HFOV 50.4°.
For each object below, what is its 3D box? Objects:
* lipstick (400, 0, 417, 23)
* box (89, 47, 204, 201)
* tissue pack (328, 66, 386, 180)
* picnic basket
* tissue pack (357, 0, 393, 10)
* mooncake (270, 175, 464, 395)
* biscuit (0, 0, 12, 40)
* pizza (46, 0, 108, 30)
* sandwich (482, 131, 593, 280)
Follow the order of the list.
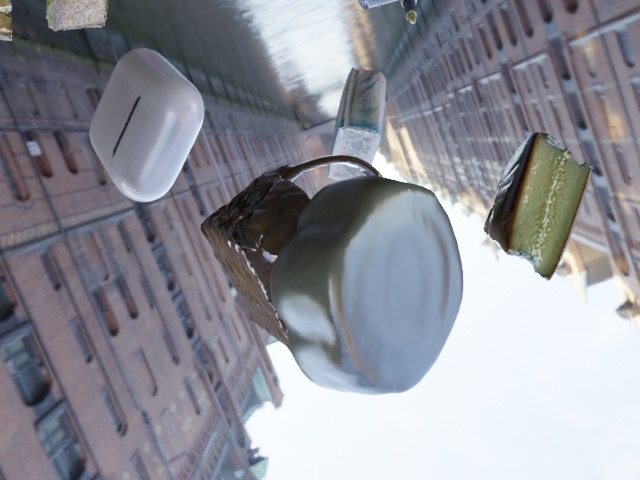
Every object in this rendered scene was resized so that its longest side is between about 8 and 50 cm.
[{"bbox_3d":[0.190,-0.495,1.450,0.037,0.037,0.116,-18,-138,20],"label":"lipstick"},{"bbox_3d":[-0.401,-0.268,1.541,0.141,0.288,0.349,17,-160,-41],"label":"box"},{"bbox_3d":[0.100,-0.312,1.846,0.124,0.201,0.271,13,-130,-5],"label":"tissue pack"},{"bbox_3d":[0.000,0.000,1.150,0.337,0.293,0.337,-23,-163,7],"label":"picnic basket"},{"bbox_3d":[0.194,-0.504,1.010,0.370,0.210,0.198,-14,-128,5],"label":"tissue pack"},{"bbox_3d":[0.057,0.054,0.818,0.135,0.274,0.275,1,-160,40],"label":"mooncake"},{"bbox_3d":[-0.697,-0.558,1.382,0.045,0.299,0.154,-19,160,29],"label":"biscuit"},{"bbox_3d":[-0.606,-0.621,1.681,0.188,0.081,0.204,-41,157,-51],"label":"pizza"},{"bbox_3d":[0.327,-0.036,1.054,0.235,0.122,0.128,-60,174,-30],"label":"sandwich"}]
